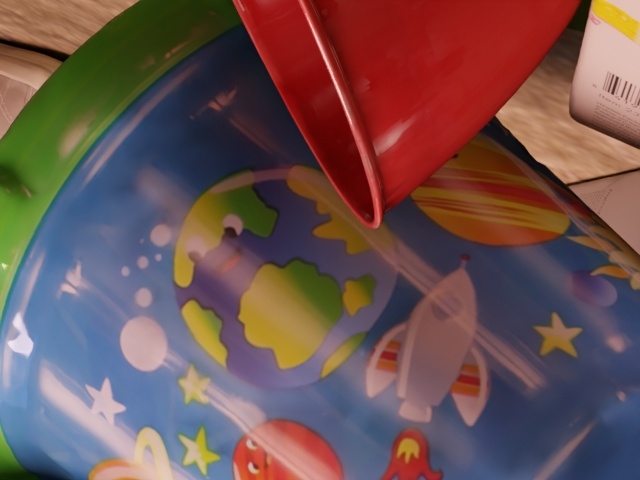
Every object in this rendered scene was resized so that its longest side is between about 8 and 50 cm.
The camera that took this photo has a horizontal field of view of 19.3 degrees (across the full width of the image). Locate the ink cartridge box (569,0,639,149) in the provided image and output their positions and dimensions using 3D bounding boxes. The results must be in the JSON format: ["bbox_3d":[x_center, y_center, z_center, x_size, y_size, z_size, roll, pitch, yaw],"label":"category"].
[{"bbox_3d":[0.149,-0.071,0.518,0.134,0.078,0.231,25,170,8],"label":"ink cartridge box"}]

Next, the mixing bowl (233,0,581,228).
[{"bbox_3d":[0.018,-0.105,0.539,0.181,0.098,0.181,63,177,6],"label":"mixing bowl"}]

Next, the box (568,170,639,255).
[{"bbox_3d":[0.185,0.035,0.935,0.130,0.091,0.170,29,170,-11],"label":"box"}]

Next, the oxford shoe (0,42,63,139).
[{"bbox_3d":[-0.229,-0.070,1.380,0.449,0.130,0.169,20,166,29],"label":"oxford shoe"}]

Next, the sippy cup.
[{"bbox_3d":[0.020,0.047,0.678,0.224,0.305,0.240,38,-156,31],"label":"sippy cup"}]
